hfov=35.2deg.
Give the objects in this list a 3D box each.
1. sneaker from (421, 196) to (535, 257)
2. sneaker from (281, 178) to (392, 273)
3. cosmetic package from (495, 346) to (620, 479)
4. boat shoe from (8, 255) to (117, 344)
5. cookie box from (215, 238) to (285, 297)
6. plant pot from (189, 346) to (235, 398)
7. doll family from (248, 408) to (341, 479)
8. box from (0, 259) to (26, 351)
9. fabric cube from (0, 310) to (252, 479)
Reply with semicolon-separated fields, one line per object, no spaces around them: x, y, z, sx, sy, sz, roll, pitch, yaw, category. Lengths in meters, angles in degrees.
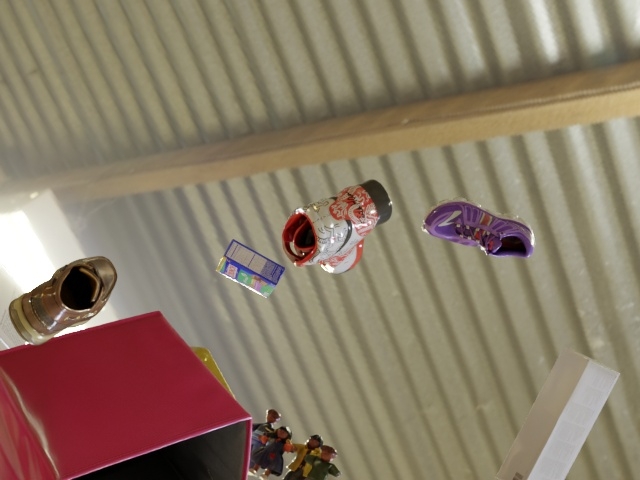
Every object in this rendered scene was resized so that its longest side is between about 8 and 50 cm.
0.232;-0.014;1.460;0.170;0.071;0.068;10;-61;-6;sneaker
0.000;-0.001;1.541;0.090;0.145;0.270;63;-24;12;sneaker
0.379;0.295;1.613;0.060;0.099;0.239;31;-85;51;cosmetic package
-0.247;0.053;1.030;0.060;0.178;0.064;-29;-84;18;boat shoe
-0.125;0.051;1.786;0.107;0.040;0.092;29;-22;-3;cookie box
-0.276;0.312;1.874;0.187;0.212;0.212;-33;-95;47;plant pot
-0.053;0.335;1.586;0.193;0.111;0.076;24;-18;16;doll family
-0.539;0.069;1.516;0.094;0.113;0.275;-5;-40;14;box
-0.266;0.286;1.306;0.258;0.254;0.259;39;-47;43;fabric cube
